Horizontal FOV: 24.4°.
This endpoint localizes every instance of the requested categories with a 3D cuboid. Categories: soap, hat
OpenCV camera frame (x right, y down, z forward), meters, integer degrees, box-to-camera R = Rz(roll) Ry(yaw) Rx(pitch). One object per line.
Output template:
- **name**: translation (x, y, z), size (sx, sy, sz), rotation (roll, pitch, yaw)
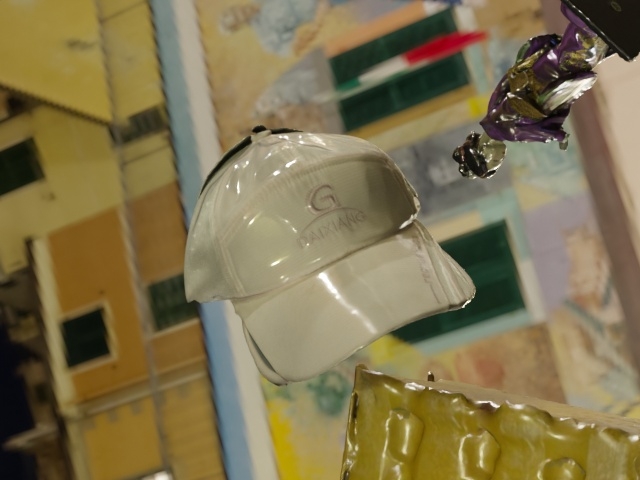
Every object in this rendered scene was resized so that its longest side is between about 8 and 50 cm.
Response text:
- **soap**: translation (0.146, 0.283, 1.192), size (0.156, 0.293, 0.335), rotation (11, -95, -50)
- **hat**: translation (0.000, 0.000, 1.202), size (0.164, 0.219, 0.226), rotation (69, 167, -19)

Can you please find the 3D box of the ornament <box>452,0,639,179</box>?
- **ornament**: translation (0.176, -0.112, 1.143), size (0.081, 0.203, 0.088), rotation (39, -141, 9)
